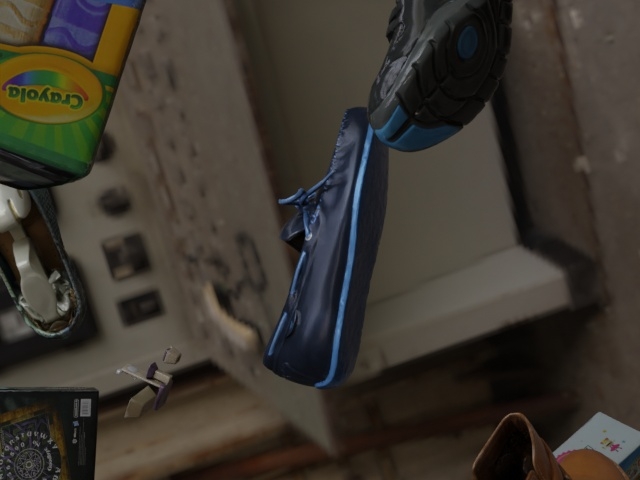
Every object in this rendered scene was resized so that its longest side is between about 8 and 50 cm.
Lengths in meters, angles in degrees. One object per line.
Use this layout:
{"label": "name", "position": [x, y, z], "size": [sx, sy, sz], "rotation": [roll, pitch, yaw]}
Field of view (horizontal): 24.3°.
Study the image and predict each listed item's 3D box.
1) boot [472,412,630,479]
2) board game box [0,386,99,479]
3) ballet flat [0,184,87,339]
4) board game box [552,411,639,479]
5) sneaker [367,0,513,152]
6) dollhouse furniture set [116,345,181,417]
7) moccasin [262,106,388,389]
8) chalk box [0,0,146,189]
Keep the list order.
{"label": "boot", "position": [0.211, 0.242, 1.391], "size": [0.220, 0.109, 0.283], "rotation": [58, -146, -26]}
{"label": "board game box", "position": [-0.263, 0.222, 1.309], "size": [0.026, 0.126, 0.186], "rotation": [-173, 86, -69]}
{"label": "ballet flat", "position": [-0.239, -0.003, 1.190], "size": [0.188, 0.070, 0.070], "rotation": [63, 170, -16]}
{"label": "board game box", "position": [0.374, 0.432, 2.135], "size": [0.097, 0.224, 0.303], "rotation": [26, 140, 43]}
{"label": "sneaker", "position": [0.125, -0.237, 1.512], "size": [0.140, 0.341, 0.125], "rotation": [15, 156, 36]}
{"label": "dollhouse furniture set", "position": [-0.267, 0.197, 2.135], "size": [0.091, 0.081, 0.114], "rotation": [-70, -12, 18]}
{"label": "moccasin", "position": [0.000, 0.000, 1.761], "size": [0.138, 0.117, 0.342], "rotation": [46, -125, -66]}
{"label": "chalk box", "position": [-0.208, -0.134, 0.834], "size": [0.180, 0.179, 0.289], "rotation": [-2, 68, 66]}
